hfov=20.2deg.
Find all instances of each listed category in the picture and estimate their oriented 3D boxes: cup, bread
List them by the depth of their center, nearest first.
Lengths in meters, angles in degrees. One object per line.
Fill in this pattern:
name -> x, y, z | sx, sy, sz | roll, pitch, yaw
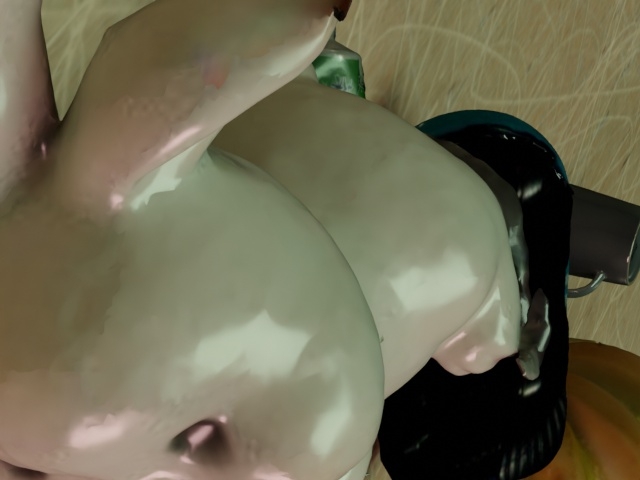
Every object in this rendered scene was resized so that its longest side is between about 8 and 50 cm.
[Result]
bread -> 0.210, 0.255, 1.460 | 0.270, 0.211, 0.316 | -36, 134, -58
cup -> 0.230, 0.007, 1.520 | 0.078, 0.077, 0.100 | 68, 42, -59

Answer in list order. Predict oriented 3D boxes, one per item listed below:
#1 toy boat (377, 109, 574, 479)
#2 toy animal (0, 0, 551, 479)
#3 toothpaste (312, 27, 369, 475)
toy boat -> 0.085, 0.031, 1.145 | 0.092, 0.134, 0.299 | -109, -169, -50
toy animal -> -0.042, 0.015, 0.680 | 0.310, 0.182, 0.247 | 1, 99, -64
toothpaste -> 0.000, 0.000, 0.875 | 0.078, 0.047, 0.248 | 6, 80, -66
